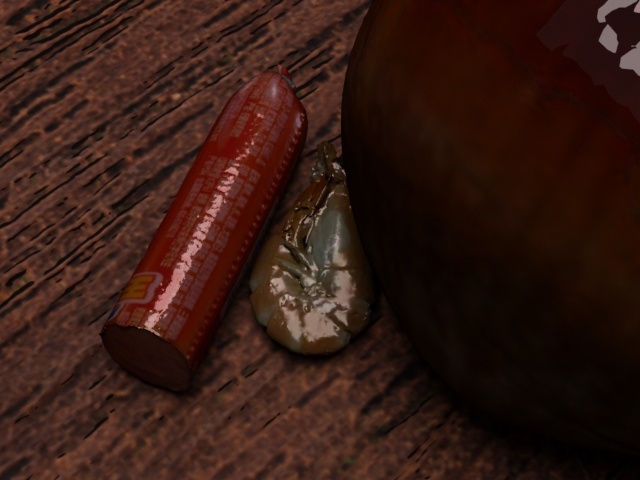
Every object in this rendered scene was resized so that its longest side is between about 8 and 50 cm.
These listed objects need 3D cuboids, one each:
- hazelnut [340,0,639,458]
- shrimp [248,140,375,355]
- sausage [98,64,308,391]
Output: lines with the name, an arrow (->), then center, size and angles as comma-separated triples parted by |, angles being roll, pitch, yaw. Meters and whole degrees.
hazelnut -> 0.204, -0.043, 0.949 | 0.359, 0.359, 0.409 | -33, 68, -22
shrimp -> 0.000, 0.000, 1.069 | 0.091, 0.043, 0.184 | 7, 58, 6
sausage -> -0.069, -0.024, 1.063 | 0.074, 0.074, 0.274 | 19, 58, 10
